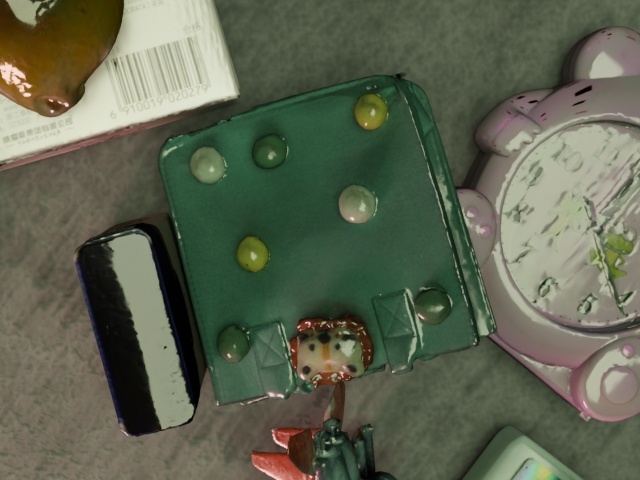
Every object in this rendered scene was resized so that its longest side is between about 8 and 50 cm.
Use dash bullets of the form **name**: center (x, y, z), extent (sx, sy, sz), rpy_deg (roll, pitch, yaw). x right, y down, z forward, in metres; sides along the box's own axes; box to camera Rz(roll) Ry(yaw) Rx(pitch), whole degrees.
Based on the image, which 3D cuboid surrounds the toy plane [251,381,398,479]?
- **toy plane**: center (0.030, 0.304, 1.298), extent (0.104, 0.223, 0.326), rpy_deg (-12, 103, 24)

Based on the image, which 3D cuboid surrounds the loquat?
- **loquat**: center (-0.240, -0.200, 1.151), extent (0.152, 0.152, 0.195), rpy_deg (-9, 82, -6)

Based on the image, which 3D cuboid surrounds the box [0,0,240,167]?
- **box**: center (-0.223, -0.187, 1.277), extent (0.260, 0.111, 0.194), rpy_deg (-15, 93, -3)

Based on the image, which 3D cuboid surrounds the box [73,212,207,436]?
- **box**: center (-0.154, 0.065, 1.223), extent (0.071, 0.259, 0.168), rpy_deg (-14, 95, -3)

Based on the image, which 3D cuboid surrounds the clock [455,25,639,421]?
- **clock**: center (0.268, -0.022, 1.340), extent (0.295, 0.113, 0.322), rpy_deg (39, 87, -7)

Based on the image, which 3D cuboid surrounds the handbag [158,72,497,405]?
- **handbag**: center (-0.002, -0.002, 1.249), extent (0.269, 0.100, 0.274), rpy_deg (-14, 84, 18)

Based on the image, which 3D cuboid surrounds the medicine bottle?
- **medicine bottle**: center (0.166, 0.307, 1.360), extent (0.121, 0.083, 0.229), rpy_deg (38, 88, -16)
